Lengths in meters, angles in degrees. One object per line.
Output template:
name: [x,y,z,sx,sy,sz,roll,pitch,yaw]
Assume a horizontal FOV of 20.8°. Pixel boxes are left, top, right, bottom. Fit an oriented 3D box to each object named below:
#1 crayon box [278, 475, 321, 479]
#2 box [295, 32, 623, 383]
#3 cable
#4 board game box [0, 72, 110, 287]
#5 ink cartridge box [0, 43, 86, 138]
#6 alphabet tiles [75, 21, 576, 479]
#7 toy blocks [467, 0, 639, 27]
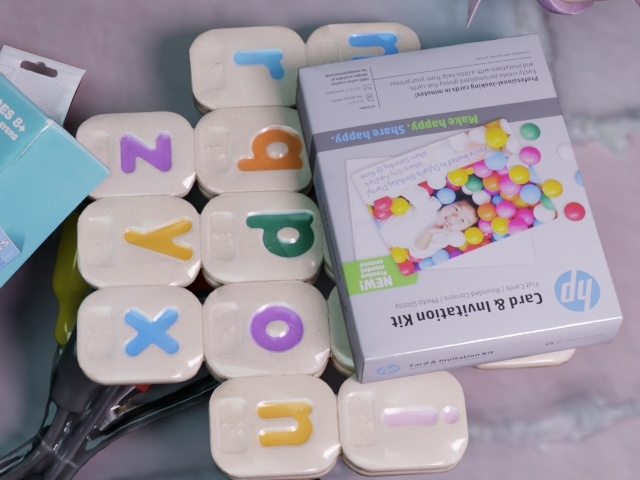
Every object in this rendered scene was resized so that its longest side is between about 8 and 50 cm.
crayon box: [0.063,0.291,0.928,0.318,0.081,0.202,31,84,16]
box: [0.073,-0.021,0.976,0.145,0.038,0.186,-9,65,-7]
cable: [-0.138,0.102,1.041,0.139,0.072,0.287,29,96,-1]
board game box: [-0.326,-0.002,1.004,0.254,0.079,0.336,41,88,27]
ink cartridge box: [-0.190,-0.059,1.087,0.063,0.029,0.115,19,80,15]
alphabet tiles: [0.000,0.000,0.995,0.278,0.021,0.284,-3,63,-4]
toy blocks: [0.185,-0.260,0.941,0.260,0.309,0.288,8,84,51]
